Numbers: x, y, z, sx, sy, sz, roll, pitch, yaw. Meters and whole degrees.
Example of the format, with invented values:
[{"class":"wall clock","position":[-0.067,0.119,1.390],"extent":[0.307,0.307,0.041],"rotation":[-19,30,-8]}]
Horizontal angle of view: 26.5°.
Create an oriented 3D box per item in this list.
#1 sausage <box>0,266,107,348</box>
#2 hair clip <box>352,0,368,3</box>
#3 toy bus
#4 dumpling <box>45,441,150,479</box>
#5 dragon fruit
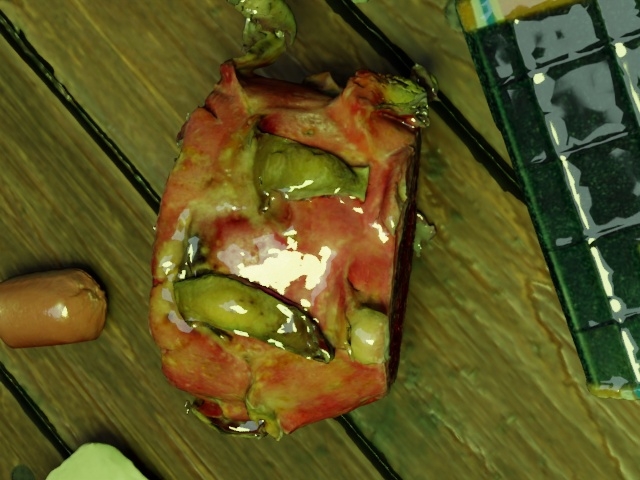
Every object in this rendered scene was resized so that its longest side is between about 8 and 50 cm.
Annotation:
[{"class":"sausage","position":[-0.197,0.048,0.976],"extent":[0.094,0.059,0.054],"rotation":[-7,90,28]},{"class":"hair clip","position":[0.123,-0.246,0.749],"extent":[0.091,0.138,0.321],"rotation":[37,115,-18]},{"class":"toy bus","position":[0.186,-0.065,0.737],"extent":[0.167,0.138,0.275],"rotation":[-17,94,28]},{"class":"dumpling","position":[-0.139,0.259,0.942],"extent":[0.229,0.151,0.124],"rotation":[59,143,4]},{"class":"dragon fruit","position":[0.000,0.000,0.796],"extent":[0.147,0.211,0.282],"rotation":[13,107,18]}]
